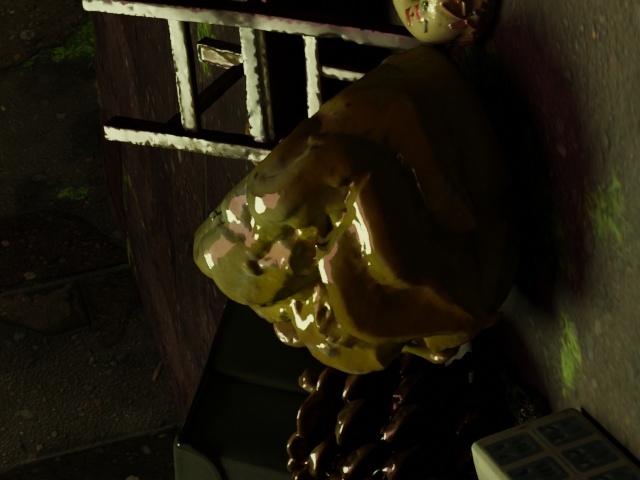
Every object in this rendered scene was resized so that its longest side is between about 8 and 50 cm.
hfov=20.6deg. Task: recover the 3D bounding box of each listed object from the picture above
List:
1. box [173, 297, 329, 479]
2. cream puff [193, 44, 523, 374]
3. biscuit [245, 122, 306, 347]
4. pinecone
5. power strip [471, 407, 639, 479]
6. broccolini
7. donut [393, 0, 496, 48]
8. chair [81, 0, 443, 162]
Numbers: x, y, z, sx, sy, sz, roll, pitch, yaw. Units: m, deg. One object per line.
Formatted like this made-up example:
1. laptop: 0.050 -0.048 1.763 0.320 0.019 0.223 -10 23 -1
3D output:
1. box: -0.048 0.288 2.216 0.345 0.204 0.251 91 -167 -46
2. cream puff: 0.057 -0.006 1.633 0.257 0.291 0.324 50 136 4
3. biscuit: -0.006 -0.038 2.032 0.049 0.197 0.302 28 -142 -61
4. pinecone: 0.084 0.212 1.767 0.257 0.243 0.243 55 165 1
5. power strip: 0.234 0.233 1.418 0.367 0.106 0.043 -134 28 -65
6. broccolini: 0.186 0.138 1.709 0.140 0.030 0.035 -116 27 -58
7. donut: 0.110 -0.229 1.587 0.166 0.065 0.108 106 148 -64
8. chair: -0.012 -0.211 1.913 0.240 0.416 0.203 -46 -41 -50
